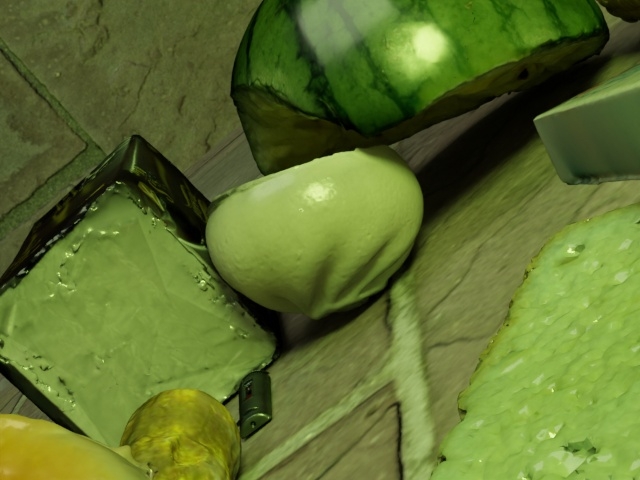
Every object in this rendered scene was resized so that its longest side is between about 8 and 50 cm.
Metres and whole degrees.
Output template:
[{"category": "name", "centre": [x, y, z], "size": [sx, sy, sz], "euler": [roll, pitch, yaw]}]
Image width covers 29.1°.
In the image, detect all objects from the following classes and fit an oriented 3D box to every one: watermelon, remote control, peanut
[{"category": "watermelon", "centre": [0.068, -0.178, 1.032], "size": [0.331, 0.189, 0.331], "euler": [-24, 6, 3]}, {"category": "remote control", "centre": [-0.053, 0.123, 0.938], "size": [0.034, 0.016, 0.091], "euler": [-35, 13, 4]}, {"category": "peanut", "centre": [-0.095, 0.157, 0.787], "size": [0.087, 0.087, 0.206], "euler": [-39, 10, 8]}]

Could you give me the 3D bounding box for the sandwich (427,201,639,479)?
[{"category": "sandwich", "centre": [0.133, 0.072, 0.368], "size": [0.249, 0.095, 0.273], "euler": [-24, 20, 45]}]

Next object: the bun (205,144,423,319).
[{"category": "bun", "centre": [0.000, 0.000, 0.964], "size": [0.173, 0.119, 0.173], "euler": [-18, -2, -1]}]

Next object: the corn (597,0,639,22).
[{"category": "corn", "centre": [0.286, -0.212, 0.875], "size": [0.115, 0.115, 0.318], "euler": [-42, 11, -4]}]

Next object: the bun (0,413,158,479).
[{"category": "bun", "centre": [-0.185, 0.226, 0.596], "size": [0.299, 0.164, 0.299], "euler": [-9, 36, 6]}]

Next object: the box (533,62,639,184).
[{"category": "box", "centre": [0.241, -0.101, 0.518], "size": [0.273, 0.048, 0.265], "euler": [-27, 3, 1]}]

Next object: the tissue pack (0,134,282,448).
[{"category": "tissue pack", "centre": [-0.175, 0.045, 1.163], "size": [0.198, 0.210, 0.370], "euler": [-46, 13, 4]}]
